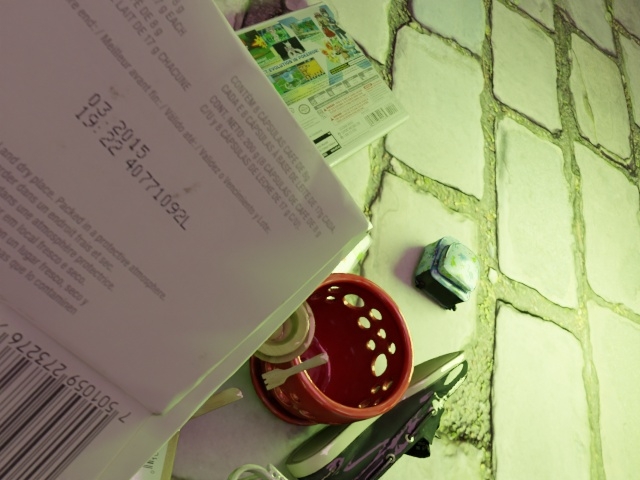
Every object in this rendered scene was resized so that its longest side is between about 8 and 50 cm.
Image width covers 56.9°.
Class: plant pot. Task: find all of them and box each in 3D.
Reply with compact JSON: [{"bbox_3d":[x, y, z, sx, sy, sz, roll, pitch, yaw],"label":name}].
[{"bbox_3d":[0.002,0.159,0.808,0.191,0.174,0.191,15,60,-27],"label":"plant pot"}]

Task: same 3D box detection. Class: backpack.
[{"bbox_3d":[0.239,0.050,1.079,0.105,0.084,0.114,36,50,-16],"label":"backpack"}]

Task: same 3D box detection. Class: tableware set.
[{"bbox_3d":[-0.099,0.116,0.678,0.194,0.039,0.128,-22,74,-8],"label":"tableware set"}]

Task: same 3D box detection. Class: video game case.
[{"bbox_3d":[-0.013,-0.291,1.117,0.329,0.036,0.300,-37,90,-39],"label":"video game case"}]

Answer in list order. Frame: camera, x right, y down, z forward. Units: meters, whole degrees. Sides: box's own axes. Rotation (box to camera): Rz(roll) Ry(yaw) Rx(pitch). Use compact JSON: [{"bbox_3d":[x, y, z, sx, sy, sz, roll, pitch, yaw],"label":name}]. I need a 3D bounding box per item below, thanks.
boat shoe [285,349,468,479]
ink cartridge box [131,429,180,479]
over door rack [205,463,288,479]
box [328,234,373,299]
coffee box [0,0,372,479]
[{"bbox_3d":[0.112,0.275,0.855,0.340,0.127,0.113,-25,84,-39],"label":"boat shoe"},{"bbox_3d":[-0.259,0.190,0.678,0.193,0.088,0.234,20,58,-25],"label":"ink cartridge box"},{"bbox_3d":[-0.016,0.371,0.648,0.324,0.239,0.108,35,51,-13],"label":"over door rack"},{"bbox_3d":[0.000,0.000,0.945,0.145,0.038,0.186,59,44,-19],"label":"box"},{"bbox_3d":[-0.243,-0.043,0.440,0.338,0.334,0.337,-45,123,-13],"label":"coffee box"}]
